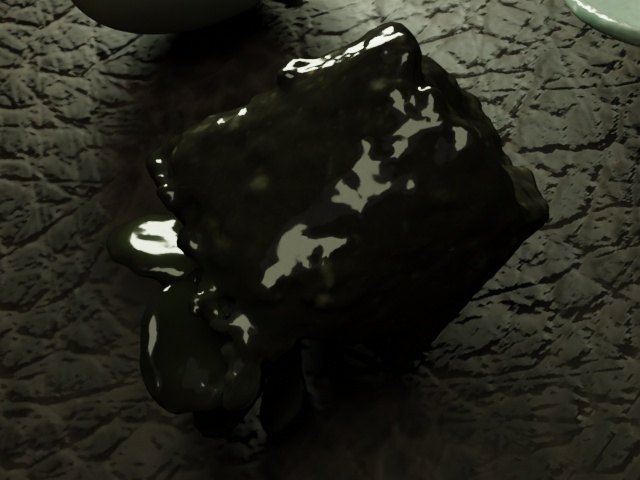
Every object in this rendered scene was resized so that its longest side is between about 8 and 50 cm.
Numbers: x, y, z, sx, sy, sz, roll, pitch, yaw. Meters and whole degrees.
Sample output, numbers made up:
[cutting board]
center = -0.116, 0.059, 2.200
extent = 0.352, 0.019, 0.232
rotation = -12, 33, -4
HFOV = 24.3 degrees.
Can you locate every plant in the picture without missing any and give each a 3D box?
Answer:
[plant]
center = 0.000, 0.000, 0.980
extent = 0.276, 0.188, 0.199
rotation = -37, 58, 8

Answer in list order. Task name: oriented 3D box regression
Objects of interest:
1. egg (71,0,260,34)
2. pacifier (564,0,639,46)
[egg]
center = -0.107, -0.260, 1.205
extent = 0.232, 0.176, 0.176
rotation = -40, 55, -8
[pacifier]
center = 0.344, -0.241, 1.044
extent = 0.343, 0.269, 0.288
rotation = 1, 31, 9
